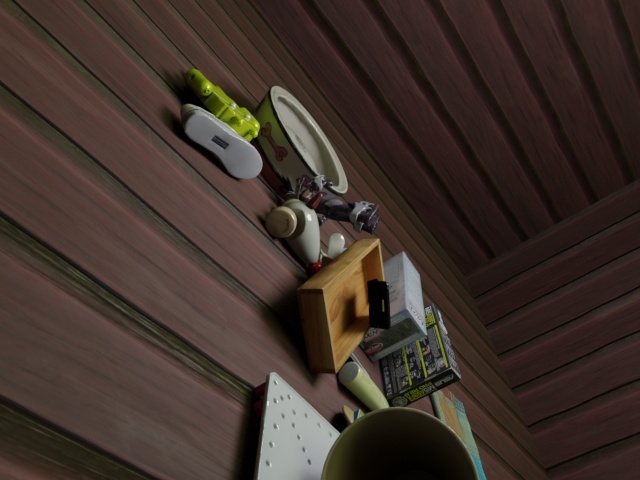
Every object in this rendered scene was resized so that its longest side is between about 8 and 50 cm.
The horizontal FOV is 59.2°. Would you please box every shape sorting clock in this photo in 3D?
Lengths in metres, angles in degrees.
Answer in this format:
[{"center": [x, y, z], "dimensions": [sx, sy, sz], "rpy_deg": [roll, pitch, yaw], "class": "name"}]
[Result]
[{"center": [0.112, 0.455, 1.247], "dimensions": [0.206, 0.040, 0.206], "rpy_deg": [51, 3, -3], "class": "shape sorting clock"}]

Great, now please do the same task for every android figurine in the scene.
[{"center": [-0.260, -0.365, 1.530], "dimensions": [0.273, 0.056, 0.248], "rpy_deg": [49, 10, 37], "class": "android figurine"}]

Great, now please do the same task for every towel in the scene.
[{"center": [0.466, 0.649, 1.914], "dimensions": [0.271, 0.040, 0.370], "rpy_deg": [46, 22, -34], "class": "towel"}]

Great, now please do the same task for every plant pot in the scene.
[{"center": [0.159, 0.460, 1.005], "dimensions": [0.274, 0.256, 0.257], "rpy_deg": [60, 9, -56], "class": "plant pot"}]

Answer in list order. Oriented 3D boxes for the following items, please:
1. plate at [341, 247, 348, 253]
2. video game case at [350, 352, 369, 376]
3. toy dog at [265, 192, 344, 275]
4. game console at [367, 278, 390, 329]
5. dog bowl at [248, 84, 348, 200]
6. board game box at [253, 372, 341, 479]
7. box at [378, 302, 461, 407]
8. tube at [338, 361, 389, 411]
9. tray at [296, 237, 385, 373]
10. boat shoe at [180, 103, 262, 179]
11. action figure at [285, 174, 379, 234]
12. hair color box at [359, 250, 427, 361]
[{"center": [0.115, 0.068, 1.806], "dimensions": [0.188, 0.024, 0.188], "rpy_deg": [18, 25, -9], "class": "plate"}, {"center": [0.083, 0.301, 1.482], "dimensions": [0.122, 0.011, 0.087], "rpy_deg": [55, -3, -9], "class": "video game case"}, {"center": [0.000, 0.000, 1.558], "dimensions": [0.334, 0.160, 0.220], "rpy_deg": [48, 22, -29], "class": "toy dog"}, {"center": [0.161, 0.162, 1.459], "dimensions": [0.071, 0.107, 0.122], "rpy_deg": [-4, 91, -37], "class": "game console"}, {"center": [-0.086, -0.283, 1.807], "dimensions": [0.408, 0.150, 0.408], "rpy_deg": [48, 21, -25], "class": "dog bowl"}, {"center": [0.002, 0.485, 0.974], "dimensions": [0.390, 0.050, 0.390], "rpy_deg": [49, 21, -24], "class": "board game box"}, {"center": [0.276, 0.335, 1.647], "dimensions": [0.060, 0.216, 0.270], "rpy_deg": [48, 20, -28], "class": "box"}, {"center": [0.130, 0.398, 1.435], "dimensions": [0.240, 0.062, 0.070], "rpy_deg": [50, 54, -35], "class": "tube"}, {"center": [0.068, 0.147, 1.424], "dimensions": [0.411, 0.076, 0.203], "rpy_deg": [-33, 118, -61], "class": "tray"}, {"center": [-0.253, -0.252, 1.432], "dimensions": [0.267, 0.096, 0.088], "rpy_deg": [31, 20, -46], "class": "boat shoe"}, {"center": [0.027, -0.094, 1.644], "dimensions": [0.185, 0.284, 0.099], "rpy_deg": [88, 23, -53], "class": "action figure"}, {"center": [0.214, 0.194, 1.757], "dimensions": [0.114, 0.185, 0.374], "rpy_deg": [54, 19, -16], "class": "hair color box"}]
